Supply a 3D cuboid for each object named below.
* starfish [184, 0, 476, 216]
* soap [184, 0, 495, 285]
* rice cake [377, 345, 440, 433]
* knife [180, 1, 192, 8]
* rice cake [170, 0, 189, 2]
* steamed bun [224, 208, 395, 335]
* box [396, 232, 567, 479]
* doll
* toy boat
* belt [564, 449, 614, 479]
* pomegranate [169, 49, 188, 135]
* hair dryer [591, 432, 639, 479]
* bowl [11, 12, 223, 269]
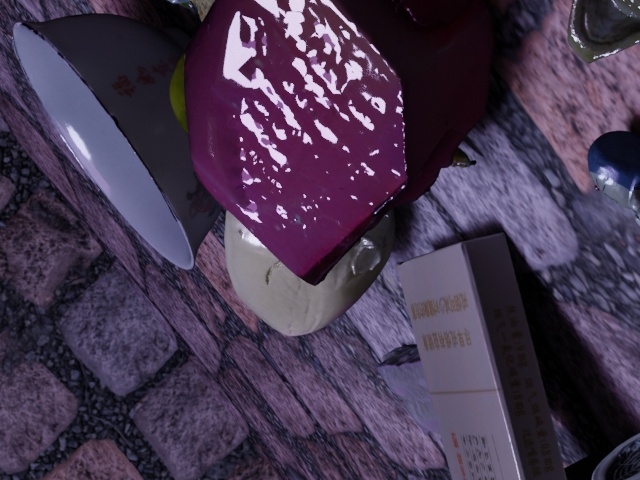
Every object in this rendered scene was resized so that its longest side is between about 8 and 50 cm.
[{"bbox_3d":[-0.035,-0.148,1.502,0.347,0.078,0.358,53,152,-15],"label":"starfish"},{"bbox_3d":[0.011,-0.118,1.295,0.220,0.127,0.325,44,145,1],"label":"soap"},{"bbox_3d":[0.139,0.161,1.836,0.106,0.050,0.298,54,165,-3],"label":"rice cake"},{"bbox_3d":[-0.199,-0.324,1.818,0.184,0.022,0.026,52,-169,0],"label":"knife"},{"bbox_3d":[-0.189,-0.359,1.624,0.066,0.063,0.336,46,164,36],"label":"rice cake"},{"bbox_3d":[0.000,0.000,1.694,0.152,0.170,0.239,26,155,21],"label":"steamed bun"},{"bbox_3d":[0.163,0.183,1.559,0.204,0.051,0.365,157,99,-74],"label":"box"},{"bbox_3d":[0.217,-0.037,1.142,0.083,0.050,0.076,44,-179,28],"label":"doll"},{"bbox_3d":[0.181,-0.158,0.928,0.089,0.071,0.185,49,166,14],"label":"toy boat"},{"bbox_3d":[0.285,0.312,1.606,0.206,0.116,0.267,60,168,22],"label":"belt"},{"bbox_3d":[-0.090,-0.153,1.711,0.130,0.130,0.130,48,165,18],"label":"pomegranate"},{"bbox_3d":[0.255,0.302,1.295,0.107,0.357,0.173,-30,100,37],"label":"hair dryer"},{"bbox_3d":[-0.194,-0.146,1.944,0.345,0.157,0.345,49,165,18],"label":"bowl"}]
